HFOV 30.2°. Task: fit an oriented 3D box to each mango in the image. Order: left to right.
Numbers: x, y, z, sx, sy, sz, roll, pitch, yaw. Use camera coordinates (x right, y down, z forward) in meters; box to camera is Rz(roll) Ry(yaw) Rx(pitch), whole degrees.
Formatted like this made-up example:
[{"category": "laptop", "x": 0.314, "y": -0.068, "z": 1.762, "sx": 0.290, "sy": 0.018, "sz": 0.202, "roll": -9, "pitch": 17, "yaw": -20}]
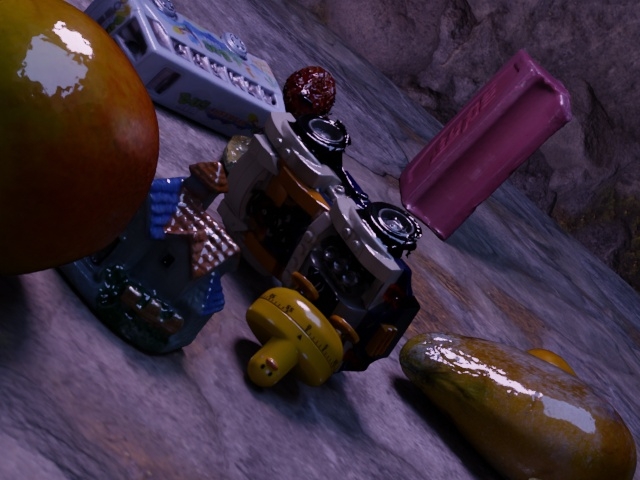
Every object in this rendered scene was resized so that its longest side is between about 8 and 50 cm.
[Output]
[{"category": "mango", "x": 0.234, "y": 0.208, "z": 1.432, "sx": 0.316, "sy": 0.146, "sz": 0.193, "roll": 29, "pitch": 14, "yaw": 1}, {"category": "mango", "x": 0.344, "y": 0.223, "z": 1.761, "sx": 0.163, "sy": 0.089, "sz": 0.111, "roll": 43, "pitch": 11, "yaw": -33}]

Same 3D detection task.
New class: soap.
[{"category": "soap", "x": 0.320, "y": -0.188, "z": 2.302, "sx": 0.128, "sy": 0.359, "sz": 0.233, "roll": 41, "pitch": 15, "yaw": -11}]

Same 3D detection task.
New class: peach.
[{"category": "peach", "x": -0.235, "y": -0.082, "z": 0.884, "sx": 0.231, "sy": 0.231, "sz": 0.231, "roll": 40, "pitch": 15, "yaw": -13}]

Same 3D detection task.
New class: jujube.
[{"category": "jujube", "x": -0.024, "y": -0.265, "z": 2.142, "sx": 0.104, "sy": 0.104, "sz": 0.166, "roll": 44, "pitch": 17, "yaw": 3}]

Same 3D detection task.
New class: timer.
[{"category": "timer", "x": -0.032, "y": 0.101, "z": 1.160, "sx": 0.107, "sy": 0.109, "sz": 0.107, "roll": 43, "pitch": -16, "yaw": 15}]

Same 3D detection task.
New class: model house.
[{"category": "model house", "x": -0.134, "y": -0.003, "z": 1.031, "sx": 0.148, "sy": 0.149, "sz": 0.119, "roll": 45, "pitch": 16, "yaw": 17}]

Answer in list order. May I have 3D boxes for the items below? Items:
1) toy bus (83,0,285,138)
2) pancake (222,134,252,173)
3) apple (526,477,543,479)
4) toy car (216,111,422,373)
[{"category": "toy bus", "x": -0.184, "y": -0.238, "z": 1.655, "sx": 0.329, "sy": 0.109, "sz": 0.136, "roll": 21, "pitch": 37, "yaw": -53}, {"category": "pancake", "x": -0.034, "y": -0.048, "z": 1.634, "sx": 0.253, "sy": 0.037, "sz": 0.253, "roll": 40, "pitch": 16, "yaw": -14}, {"category": "apple", "x": 0.275, "y": 0.356, "z": 1.168, "sx": 0.265, "sy": 0.120, "sz": 0.193, "roll": 25, "pitch": 36, "yaw": -42}, {"category": "toy car", "x": -0.001, "y": 0.001, "z": 1.287, "sx": 0.118, "sy": 0.193, "sz": 0.301, "roll": 1, "pitch": 42, "yaw": -38}]
